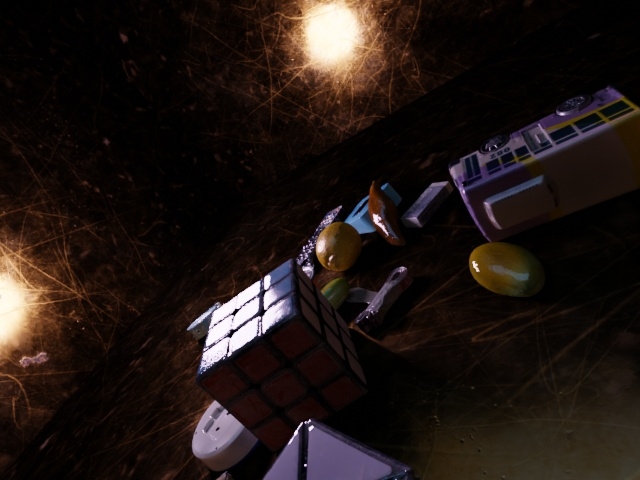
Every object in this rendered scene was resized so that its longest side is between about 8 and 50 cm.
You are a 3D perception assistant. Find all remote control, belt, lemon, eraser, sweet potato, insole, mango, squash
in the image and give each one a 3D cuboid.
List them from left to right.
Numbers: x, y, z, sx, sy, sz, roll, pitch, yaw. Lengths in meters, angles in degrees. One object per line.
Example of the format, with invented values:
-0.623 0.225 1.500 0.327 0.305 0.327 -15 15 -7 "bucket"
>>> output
-0.517 0.375 1.850 0.163 0.082 0.148 -37 11 12 "belt"
0.000 0.000 1.804 0.144 0.062 0.399 -22 28 50 "remote control"
0.025 0.194 1.331 0.188 0.095 0.095 -45 22 -8 "squash"
0.069 0.023 1.524 0.170 0.170 0.207 -18 32 41 "lemon"
0.133 0.179 1.313 0.063 0.010 0.192 -46 22 -22 "insole"
0.242 -0.096 1.533 0.112 0.112 0.359 -29 49 22 "sweet potato"
0.191 0.170 1.185 0.232 0.053 0.071 -47 24 -23 "belt"
0.390 -0.133 1.488 0.212 0.046 0.091 -47 23 -20 "eraser"
0.435 0.069 0.951 0.130 0.092 0.195 -36 26 2 "mango"

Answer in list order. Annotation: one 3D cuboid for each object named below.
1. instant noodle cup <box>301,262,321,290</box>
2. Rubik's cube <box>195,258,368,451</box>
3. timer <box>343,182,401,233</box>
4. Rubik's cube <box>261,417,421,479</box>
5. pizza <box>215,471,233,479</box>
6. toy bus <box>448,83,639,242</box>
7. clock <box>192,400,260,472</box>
-0.062 0.196 1.431 0.208 0.126 0.177 -44 23 -16 "instant noodle cup"
-0.099 0.287 1.070 0.305 0.304 0.301 -34 22 6 "Rubik's cube"
0.204 -0.117 1.753 0.232 0.091 0.250 -51 13 -27 "timer"
0.043 0.453 0.570 0.254 0.259 0.260 -6 39 52 "Rubik's cube"
-0.272 0.645 0.959 0.195 0.052 0.185 -51 18 -20 "pizza"
0.582 -0.178 1.062 0.439 0.209 0.249 -24 27 27 "toy bus"
-0.251 0.518 1.145 0.230 0.083 0.230 -33 20 13 "clock"
